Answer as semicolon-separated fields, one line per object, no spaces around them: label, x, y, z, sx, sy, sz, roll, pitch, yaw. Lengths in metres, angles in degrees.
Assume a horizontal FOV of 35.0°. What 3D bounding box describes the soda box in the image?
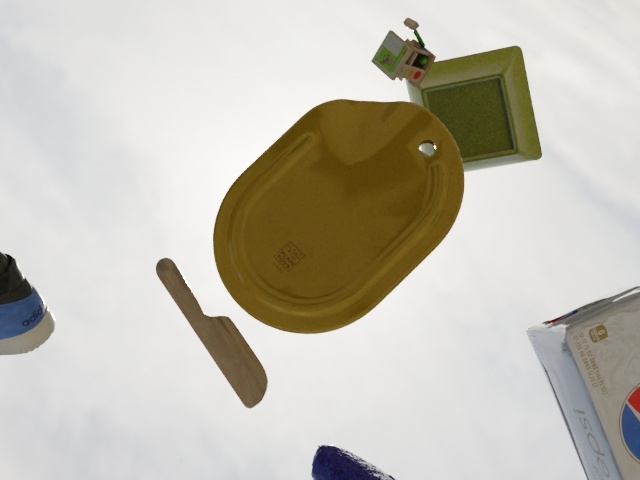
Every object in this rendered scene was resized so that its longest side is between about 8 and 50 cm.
soda box;0.204;0.138;0.608;0.074;0.069;0.216;-22;-90;-9

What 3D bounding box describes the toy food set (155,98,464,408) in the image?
toy food set;0.000;0.000;0.687;0.128;0.218;0.071;46;175;14

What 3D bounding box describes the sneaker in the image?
sneaker;-0.267;0.046;0.692;0.152;0.084;0.058;-11;-145;11

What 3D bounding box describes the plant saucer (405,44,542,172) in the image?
plant saucer;0.236;-0.193;1.588;0.188;0.188;0.045;-9;-160;18

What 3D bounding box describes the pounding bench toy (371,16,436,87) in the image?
pounding bench toy;0.126;-0.264;1.411;0.065;0.083;0.052;6;-146;-47

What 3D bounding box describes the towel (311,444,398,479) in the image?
towel;0.143;0.337;1.111;0.308;0.076;0.227;25;160;46
